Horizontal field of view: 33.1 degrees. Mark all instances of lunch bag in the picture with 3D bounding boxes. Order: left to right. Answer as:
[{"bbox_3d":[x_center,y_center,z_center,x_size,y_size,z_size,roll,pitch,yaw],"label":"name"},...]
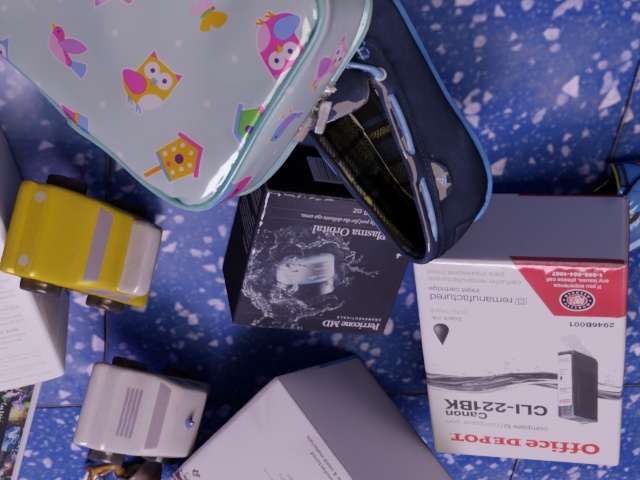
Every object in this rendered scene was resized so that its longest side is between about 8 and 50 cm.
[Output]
[{"bbox_3d":[-0.105,-0.173,0.790,0.279,0.108,0.224,40,112,13],"label":"lunch bag"}]

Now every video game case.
[{"bbox_3d":[-0.392,0.190,1.123,0.173,0.022,0.190,11,121,-19],"label":"video game case"}]

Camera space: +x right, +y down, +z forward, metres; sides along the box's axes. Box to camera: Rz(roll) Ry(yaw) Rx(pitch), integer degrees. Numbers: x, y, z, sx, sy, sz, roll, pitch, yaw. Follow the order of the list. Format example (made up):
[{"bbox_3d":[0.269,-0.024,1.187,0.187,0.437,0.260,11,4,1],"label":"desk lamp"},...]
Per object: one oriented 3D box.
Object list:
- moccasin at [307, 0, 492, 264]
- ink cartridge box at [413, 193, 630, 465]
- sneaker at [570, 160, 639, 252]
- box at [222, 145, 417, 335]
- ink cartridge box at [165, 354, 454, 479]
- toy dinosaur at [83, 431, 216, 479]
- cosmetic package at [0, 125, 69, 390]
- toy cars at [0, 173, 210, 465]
[{"bbox_3d":[0.023,-0.126,0.871,0.342,0.117,0.137,47,142,-14],"label":"moccasin"},{"bbox_3d":[0.207,0.093,1.091,0.197,0.114,0.273,1,129,15],"label":"ink cartridge box"},{"bbox_3d":[0.341,-0.051,1.082,0.209,0.069,0.082,-22,124,4],"label":"sneaker"},{"bbox_3d":[0.000,0.000,1.029,0.156,0.093,0.158,5,124,-16],"label":"box"},{"bbox_3d":[-0.034,0.285,1.116,0.270,0.197,0.198,-44,163,20],"label":"ink cartridge box"},{"bbox_3d":[-0.200,0.264,1.205,0.112,0.064,0.211,-4,137,-31],"label":"toy dinosaur"},{"bbox_3d":[-0.296,0.012,0.958,0.085,0.117,0.231,-14,126,-1],"label":"cosmetic package"},{"bbox_3d":[-0.168,0.093,1.002,0.087,0.176,0.394,10,132,26],"label":"toy cars"}]
